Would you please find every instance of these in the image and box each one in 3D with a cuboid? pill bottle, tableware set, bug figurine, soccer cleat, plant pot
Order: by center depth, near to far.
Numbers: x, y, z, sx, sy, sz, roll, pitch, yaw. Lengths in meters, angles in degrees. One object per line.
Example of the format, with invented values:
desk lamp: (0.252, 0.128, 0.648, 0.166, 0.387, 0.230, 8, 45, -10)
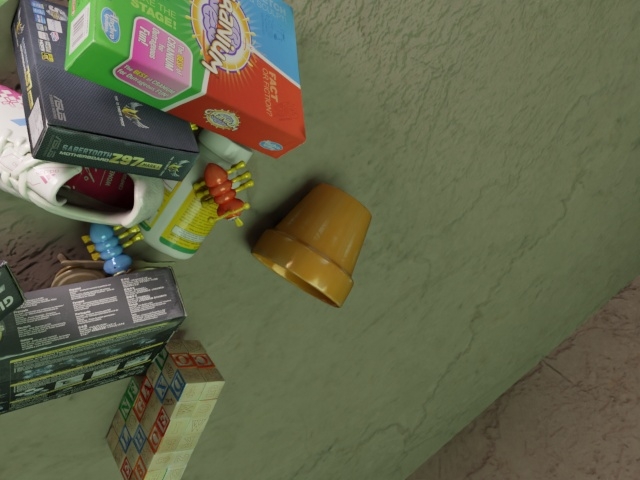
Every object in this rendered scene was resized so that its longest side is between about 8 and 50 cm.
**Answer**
soccer cleat: (-0.353, -0.105, 0.702, 0.332, 0.143, 0.115, 19, 107, -14)
bug figurine: (-0.249, -0.071, 0.847, 0.279, 0.072, 0.216, -27, 104, 4)
pill bottle: (-0.204, -0.083, 0.945, 0.118, 0.117, 0.208, 25, 104, -47)
tableware set: (-0.358, 0.067, 0.998, 0.194, 0.039, 0.128, 2, 132, -34)
plant pot: (0.000, 0.000, 1.136, 0.187, 0.205, 0.205, -58, 140, -10)

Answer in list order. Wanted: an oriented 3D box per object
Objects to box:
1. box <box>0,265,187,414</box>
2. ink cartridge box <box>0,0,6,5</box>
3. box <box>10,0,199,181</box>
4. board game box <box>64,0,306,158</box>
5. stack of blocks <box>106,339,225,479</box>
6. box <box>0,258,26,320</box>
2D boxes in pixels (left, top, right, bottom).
box: (-0.434, 0.174, 0.872, 0.395, 0.097, 0.318, -11, 161, -32)
ink cartridge box: (-0.459, -0.287, 0.583, 0.171, 0.056, 0.235, -43, 137, -4)
box: (-0.268, -0.187, 0.722, 0.184, 0.232, 0.059, 7, 140, -42)
board game box: (-0.158, -0.269, 0.754, 0.064, 0.242, 0.317, -22, 155, 37)
stack of blocks: (-0.313, 0.340, 1.151, 0.087, 0.171, 0.297, 8, 115, -43)
box: (-0.529, 0.088, 0.602, 0.295, 0.294, 0.073, -52, 151, -42)
